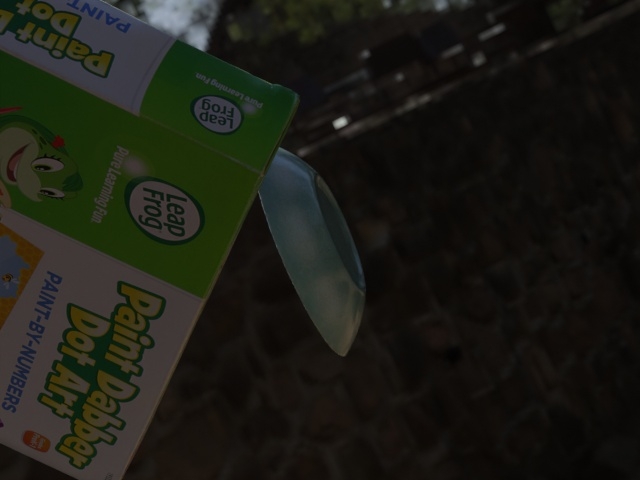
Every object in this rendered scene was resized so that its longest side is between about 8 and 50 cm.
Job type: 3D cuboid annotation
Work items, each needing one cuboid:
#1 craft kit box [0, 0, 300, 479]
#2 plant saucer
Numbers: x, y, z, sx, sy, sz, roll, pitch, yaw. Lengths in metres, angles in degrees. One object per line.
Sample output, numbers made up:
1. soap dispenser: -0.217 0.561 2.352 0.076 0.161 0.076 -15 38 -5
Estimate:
1. craft kit box: -0.162 -0.019 0.711 0.250 0.246 0.061 117 175 -47
2. plant saucer: 0.000 0.000 1.364 0.037 0.195 0.195 -22 2 10
